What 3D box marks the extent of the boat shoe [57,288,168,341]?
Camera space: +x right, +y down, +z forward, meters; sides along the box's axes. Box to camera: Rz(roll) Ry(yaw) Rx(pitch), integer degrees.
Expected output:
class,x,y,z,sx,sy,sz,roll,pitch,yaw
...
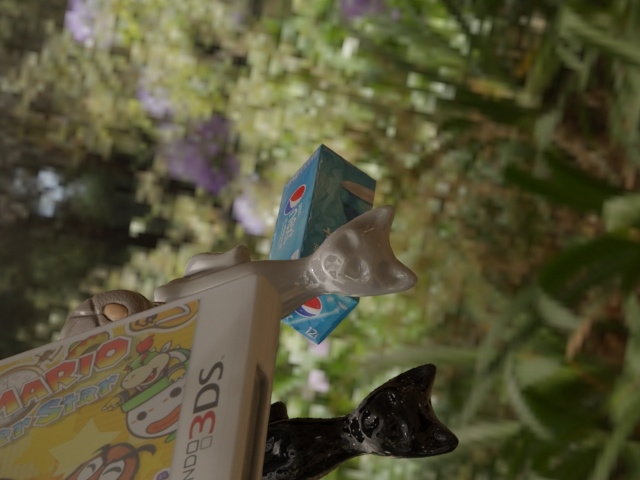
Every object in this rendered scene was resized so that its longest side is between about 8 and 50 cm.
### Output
class,x,y,z,sx,sy,sz,roll,pitch,yaw
boat shoe,-0.153,0.198,1.378,0.116,0.123,0.324,11,-78,-50

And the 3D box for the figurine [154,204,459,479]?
class,x,y,z,sx,sy,sz,roll,pitch,yaw
figurine,-0.008,0.091,1.480,0.092,0.209,0.215,8,-113,-66

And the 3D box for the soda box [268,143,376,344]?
class,x,y,z,sx,sy,sz,roll,pitch,yaw
soda box,0.000,0.000,1.774,0.067,0.071,0.210,-47,18,31

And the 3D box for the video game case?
class,x,y,z,sx,sy,sz,roll,pitch,yaw
video game case,-0.127,0.119,0.779,0.026,0.227,0.206,57,-156,-33
